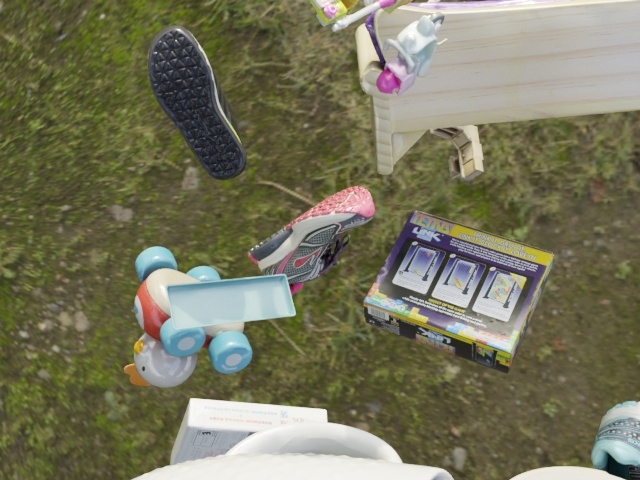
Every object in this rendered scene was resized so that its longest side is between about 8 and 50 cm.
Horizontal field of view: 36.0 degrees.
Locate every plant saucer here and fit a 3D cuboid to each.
[{"bbox_3d":[-0.130,0.089,1.416,0.192,0.018,0.067,-5,70,-29],"label":"plant saucer"}]

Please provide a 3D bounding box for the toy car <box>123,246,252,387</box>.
[{"bbox_3d":[-0.276,0.180,1.751,0.210,0.219,0.238,26,113,-41],"label":"toy car"}]

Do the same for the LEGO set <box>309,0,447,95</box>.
[{"bbox_3d":[-0.019,-0.245,0.856,0.107,0.132,0.287,-34,65,-28],"label":"LEGO set"}]

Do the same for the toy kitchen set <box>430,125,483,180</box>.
[{"bbox_3d":[0.203,-0.138,1.548,0.075,0.068,0.083,15,58,-33],"label":"toy kitchen set"}]

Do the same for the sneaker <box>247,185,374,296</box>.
[{"bbox_3d":[0.000,0.000,1.698,0.121,0.299,0.112,-35,92,-41],"label":"sneaker"}]

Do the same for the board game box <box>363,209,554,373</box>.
[{"bbox_3d":[0.152,0.053,1.088,0.170,0.048,0.141,19,57,20],"label":"board game box"}]

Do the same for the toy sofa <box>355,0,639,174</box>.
[{"bbox_3d":[0.219,-0.189,1.005,0.363,0.150,0.177,-5,120,3],"label":"toy sofa"}]

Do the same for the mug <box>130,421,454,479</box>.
[{"bbox_3d":[-0.042,0.307,0.933,0.374,0.328,0.276,-58,143,-53],"label":"mug"}]

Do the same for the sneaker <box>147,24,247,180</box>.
[{"bbox_3d":[-0.172,-0.189,1.363,0.084,0.097,0.234,-19,117,4],"label":"sneaker"}]

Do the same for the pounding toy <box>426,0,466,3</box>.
[{"bbox_3d":[0.198,-0.292,1.612,0.155,0.269,0.154,37,93,3],"label":"pounding toy"}]

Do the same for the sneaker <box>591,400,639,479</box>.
[{"bbox_3d":[0.366,0.333,1.113,0.122,0.110,0.283,-21,91,-52],"label":"sneaker"}]

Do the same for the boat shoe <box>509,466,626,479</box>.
[{"bbox_3d":[0.302,0.319,0.925,0.341,0.158,0.127,13,42,-7],"label":"boat shoe"}]

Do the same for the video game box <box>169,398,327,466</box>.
[{"bbox_3d":[-0.104,0.283,1.362,0.187,0.205,0.048,9,56,-12],"label":"video game box"}]
